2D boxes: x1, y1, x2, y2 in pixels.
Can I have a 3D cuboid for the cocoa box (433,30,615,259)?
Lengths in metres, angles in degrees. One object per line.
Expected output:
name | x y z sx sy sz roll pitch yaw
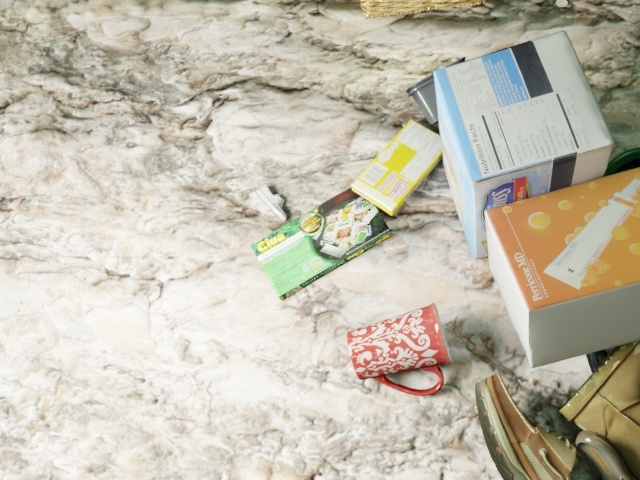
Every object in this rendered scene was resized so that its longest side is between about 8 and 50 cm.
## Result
cocoa box | 0.343 -0.149 1.305 0.227 0.347 0.232 -16 65 6

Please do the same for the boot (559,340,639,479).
boot | 0.560 0.291 1.190 0.269 0.089 0.236 42 100 18

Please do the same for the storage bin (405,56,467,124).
storage bin | 0.257 -0.305 1.542 0.135 0.098 0.091 -27 92 -1

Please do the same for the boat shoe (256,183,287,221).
boat shoe | -0.095 -0.081 1.546 0.035 0.035 0.100 -40 58 -3

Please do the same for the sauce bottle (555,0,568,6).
sauce bottle | 0.536 -0.569 1.614 0.042 0.042 0.128 9 67 16

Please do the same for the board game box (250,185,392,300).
board game box | 0.000 0.000 1.493 0.259 0.030 0.136 -30 66 -1

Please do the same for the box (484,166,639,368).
box | 0.462 0.031 1.172 0.345 0.168 0.215 -16 48 4

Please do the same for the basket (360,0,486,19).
basket | 0.217 -0.650 1.619 0.299 0.223 0.214 -4 66 11

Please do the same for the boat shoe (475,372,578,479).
boat shoe | 0.360 0.371 1.215 0.119 0.122 0.324 -21 72 -3

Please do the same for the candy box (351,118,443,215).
candy box | 0.167 -0.152 1.508 0.105 0.027 0.206 35 70 20

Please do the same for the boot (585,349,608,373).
boot | 0.519 0.213 1.279 0.099 0.045 0.121 -15 72 8

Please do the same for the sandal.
sandal | 0.474 0.399 1.160 0.060 0.090 0.219 -35 86 -29

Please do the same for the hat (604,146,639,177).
hat | 0.584 -0.119 1.421 0.172 0.183 0.209 -21 106 10

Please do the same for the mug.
mug | 0.143 0.203 1.331 0.169 0.113 0.150 -15 63 9
